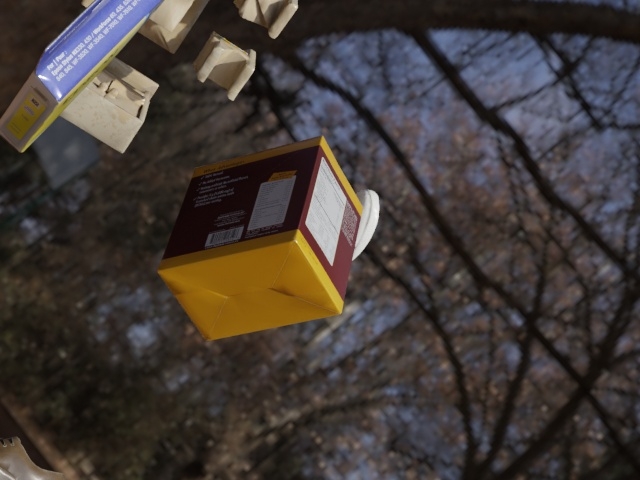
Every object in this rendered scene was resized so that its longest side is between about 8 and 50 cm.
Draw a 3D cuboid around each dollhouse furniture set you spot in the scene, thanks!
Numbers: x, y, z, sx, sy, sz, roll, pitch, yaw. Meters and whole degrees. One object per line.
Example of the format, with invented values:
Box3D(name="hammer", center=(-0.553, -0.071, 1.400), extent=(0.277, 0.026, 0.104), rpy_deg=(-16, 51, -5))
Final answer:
Box3D(name="dollhouse furniture set", center=(-0.291, -0.383, 2.368), extent=(0.362, 0.394, 0.256), rpy_deg=(32, 18, -14))

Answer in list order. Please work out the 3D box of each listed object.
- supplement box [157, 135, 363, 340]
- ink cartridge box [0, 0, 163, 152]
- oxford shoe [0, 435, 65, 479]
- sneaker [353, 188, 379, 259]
Box3D(name="supplement box", center=(-0.070, -0.003, 1.693), extent=(0.191, 0.194, 0.129), rpy_deg=(-13, -51, 24))
Box3D(name="ink cartridge box", center=(-0.309, -0.285, 1.920), extent=(0.072, 0.303, 0.307), rpy_deg=(45, -28, -11))
Box3D(name="oxford shoe", center=(-0.422, 0.282, 1.702), extent=(0.227, 0.096, 0.083), rpy_deg=(29, -27, -30))
Box3D(name="sneaker", center=(0.000, 0.000, 2.050), extent=(0.094, 0.212, 0.080), rpy_deg=(29, 21, -30))
